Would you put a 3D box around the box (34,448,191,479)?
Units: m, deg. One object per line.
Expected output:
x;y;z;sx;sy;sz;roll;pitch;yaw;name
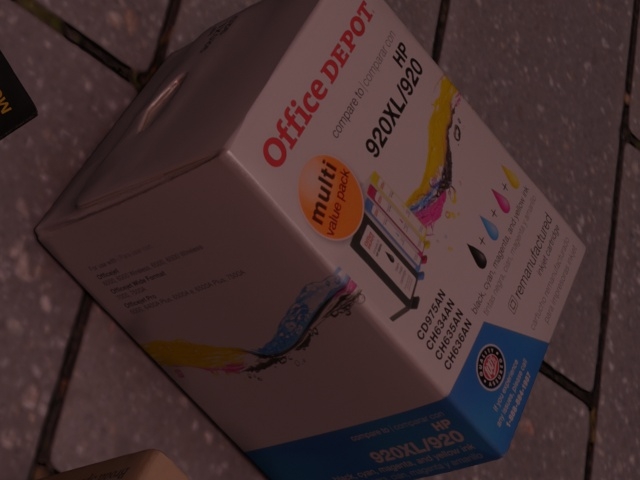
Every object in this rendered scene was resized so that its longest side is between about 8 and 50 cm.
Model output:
-0.143;0.250;0.660;0.121;0.148;0.311;50;45;-20;box

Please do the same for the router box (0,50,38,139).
-0.301;-0.123;0.681;0.243;0.081;0.309;-44;107;-45;router box

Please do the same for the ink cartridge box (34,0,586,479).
0.000;0.000;0.882;0.233;0.168;0.171;48;47;-22;ink cartridge box
